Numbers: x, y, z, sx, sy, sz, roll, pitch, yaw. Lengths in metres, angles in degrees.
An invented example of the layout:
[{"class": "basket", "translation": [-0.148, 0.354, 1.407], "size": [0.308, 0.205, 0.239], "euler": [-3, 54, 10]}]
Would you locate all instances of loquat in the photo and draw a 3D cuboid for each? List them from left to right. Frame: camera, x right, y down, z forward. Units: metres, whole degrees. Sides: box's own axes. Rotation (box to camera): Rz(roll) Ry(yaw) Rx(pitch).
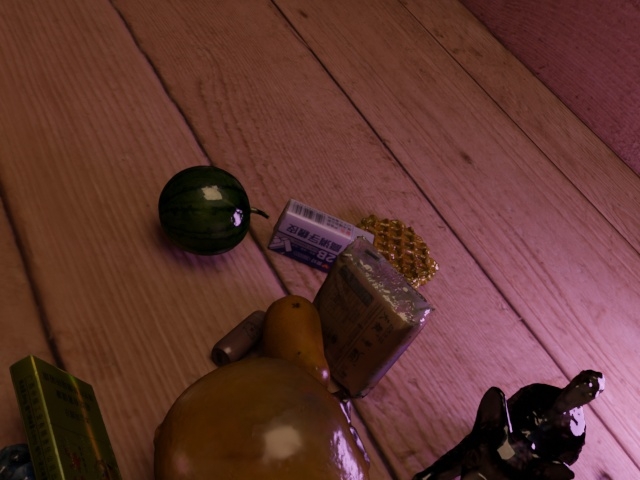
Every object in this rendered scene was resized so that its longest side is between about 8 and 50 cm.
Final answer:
[{"class": "loquat", "translation": [-0.104, 0.340, 0.951], "size": [0.359, 0.328, 0.328], "euler": [-34, 66, -9]}]

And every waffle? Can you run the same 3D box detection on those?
[{"class": "waffle", "translation": [0.182, 0.024, 1.626], "size": [0.237, 0.059, 0.243], "euler": [-16, 57, -42]}]

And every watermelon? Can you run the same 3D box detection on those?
[{"class": "watermelon", "translation": [-0.226, -0.063, 1.363], "size": [0.214, 0.188, 0.188], "euler": [-7, 51, -18]}]

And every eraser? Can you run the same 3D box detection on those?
[{"class": "eraser", "translation": [0.000, 0.000, 1.488], "size": [0.210, 0.124, 0.068], "euler": [23, 40, -9]}]

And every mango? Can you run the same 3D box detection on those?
[{"class": "mango", "translation": [-0.050, 0.195, 1.182], "size": [0.108, 0.157, 0.262], "euler": [6, 22, -12]}]

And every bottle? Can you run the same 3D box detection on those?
[{"class": "bottle", "translation": [-0.148, 0.187, 1.259], "size": [0.053, 0.053, 0.140], "euler": [39, 40, 10]}]

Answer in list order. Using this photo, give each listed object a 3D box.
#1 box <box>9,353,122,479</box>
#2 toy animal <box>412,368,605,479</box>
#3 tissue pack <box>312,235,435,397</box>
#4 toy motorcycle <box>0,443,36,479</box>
[{"class": "box", "translation": [-0.340, 0.322, 0.925], "size": [0.043, 0.173, 0.311], "euler": [-29, 59, -2]}, {"class": "toy animal", "translation": [0.362, 0.367, 1.193], "size": [0.344, 0.303, 0.194], "euler": [-18, 56, -43]}, {"class": "tissue pack", "translation": [0.073, 0.153, 1.271], "size": [0.123, 0.257, 0.215], "euler": [-25, 64, -41]}, {"class": "toy motorcycle", "translation": [-0.434, 0.414, 0.793], "size": [0.181, 0.241, 0.319], "euler": [-2, 11, 30]}]
